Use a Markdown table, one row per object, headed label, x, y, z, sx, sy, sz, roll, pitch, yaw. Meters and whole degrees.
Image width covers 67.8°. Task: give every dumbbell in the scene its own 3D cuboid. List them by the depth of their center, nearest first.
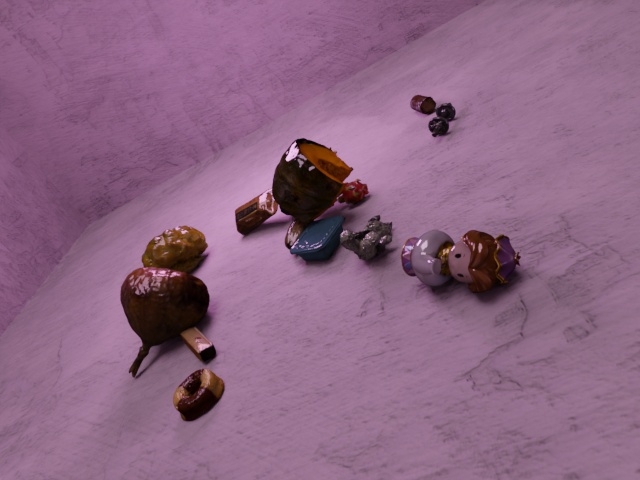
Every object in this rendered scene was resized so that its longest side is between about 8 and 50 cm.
| label | x | y | z | sx | sy | sz | roll | pitch | yaw |
| --- | --- | --- | --- | --- | --- | --- | --- | --- | --- |
| dumbbell | 0.481 | -0.479 | 1.883 | 0.082 | 0.081 | 0.254 | -9 | 34 | 37 |

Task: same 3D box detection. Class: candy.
| label | x | y | z | sx | sy | sz | roll | pitch | yaw |
| --- | --- | --- | --- | --- | --- | --- | --- | --- | --- |
| candy | -0.256 | -0.123 | 1.973 | 0.271 | 0.101 | 0.143 | -30 | 53 | 35 |

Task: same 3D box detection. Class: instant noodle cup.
| label | x | y | z | sx | sy | sz | roll | pitch | yaw |
| --- | --- | --- | --- | --- | --- | --- | --- | --- | --- |
| instant noodle cup | 0.000 | 0.000 | 1.587 | 0.157 | 0.070 | 0.179 | -7 | 36 | 42 |

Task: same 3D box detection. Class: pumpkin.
| label | x | y | z | sx | sy | sz | roll | pitch | yaw |
| --- | --- | --- | --- | --- | --- | --- | --- | --- | --- |
| pumpkin | -0.040 | -0.220 | 1.707 | 0.225 | 0.256 | 0.303 | -56 | -2 | 21 |

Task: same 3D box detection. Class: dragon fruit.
| label | x | y | z | sx | sy | sz | roll | pitch | yaw |
| --- | --- | --- | --- | --- | --- | --- | --- | --- | --- |
| dragon fruit | 0.116 | -0.173 | 1.748 | 0.116 | 0.081 | 0.086 | -20 | 39 | 29 |

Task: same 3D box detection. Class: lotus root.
| label | x | y | z | sx | sy | sz | roll | pitch | yaw |
| --- | --- | --- | --- | --- | --- | --- | --- | --- | --- |
| lotus root | -0.075 | -0.026 | 1.695 | 0.089 | 0.080 | 0.179 | 15 | 48 | 17 |

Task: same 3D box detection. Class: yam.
| label | x | y | z | sx | sy | sz | roll | pitch | yaw |
| --- | --- | --- | --- | --- | --- | --- | --- | --- | --- |
| yam | 0.457 | -0.612 | 2.137 | 0.079 | 0.079 | 0.141 | -30 | 25 | 3 |

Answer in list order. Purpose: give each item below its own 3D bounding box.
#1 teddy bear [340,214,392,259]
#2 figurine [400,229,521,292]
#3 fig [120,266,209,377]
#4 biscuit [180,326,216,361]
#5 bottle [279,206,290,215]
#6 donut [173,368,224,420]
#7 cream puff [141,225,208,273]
| label | x | y | z | sx | sy | sz | roll | pitch | yaw |
| --- | --- | --- | --- | --- | --- | --- | --- | --- | --- |
| teddy bear | 0.149 | 0.002 | 1.413 | 0.133 | 0.111 | 0.213 | 10 | 20 | 25 |
| figurine | 0.323 | 0.043 | 1.104 | 0.190 | 0.142 | 0.264 | -23 | 16 | -41 |
| fig | -0.544 | 0.272 | 1.586 | 0.286 | 0.286 | 0.368 | 7 | 77 | 52 |
| biscuit | -0.376 | 0.316 | 1.468 | 0.056 | 0.052 | 0.188 | -30 | 25 | -26 |
| bottle | -0.086 | -0.216 | 1.966 | 0.156 | 0.143 | 0.271 | -39 | 23 | 47 |
| donut | -0.328 | 0.404 | 1.264 | 0.141 | 0.059 | 0.140 | -23 | 31 | 15 |
| cream puff | -0.605 | 0.067 | 2.019 | 0.282 | 0.185 | 0.282 | -35 | -14 | -10 |
